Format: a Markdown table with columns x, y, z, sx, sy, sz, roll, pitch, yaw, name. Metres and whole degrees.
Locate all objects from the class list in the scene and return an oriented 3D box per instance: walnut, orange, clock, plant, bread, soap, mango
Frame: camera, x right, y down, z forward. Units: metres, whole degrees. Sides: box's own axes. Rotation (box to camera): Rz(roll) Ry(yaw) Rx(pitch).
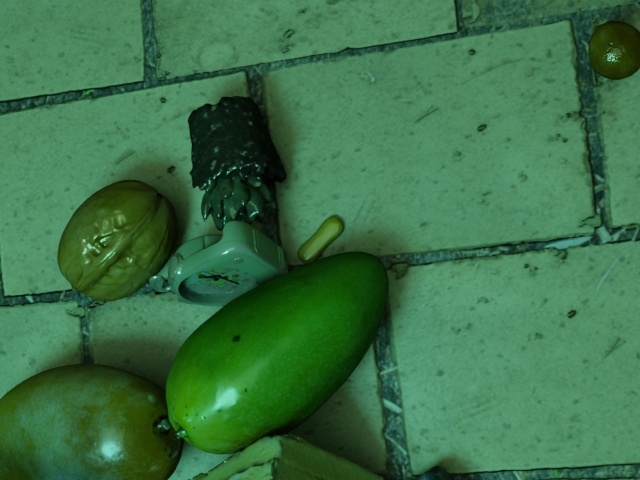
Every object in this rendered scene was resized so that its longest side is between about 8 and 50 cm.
| x | y | z | sx | sy | sz | roll | pitch | yaw | name |
| --- | --- | --- | --- | --- | --- | --- | --- | --- | --- |
| -0.314 | 0.002 | 1.225 | 0.159 | 0.159 | 0.206 | 45 | 93 | 10 | walnut |
| 0.415 | -0.268 | 1.104 | 0.085 | 0.085 | 0.085 | 0 | 88 | 13 | orange |
| -0.157 | 0.046 | 1.193 | 0.191 | 0.151 | 0.062 | -21 | 58 | 21 | clock |
| -0.126 | -0.112 | 1.196 | 0.129 | 0.132 | 0.194 | -14 | 82 | 16 | plant |
| -0.068 | 0.384 | 1.098 | 0.239 | 0.246 | 0.111 | -35 | 39 | 23 | bread |
| 0.000 | 0.000 | 1.223 | 0.034 | 0.012 | 0.089 | 45 | 98 | 10 | soap |
| -0.371 | 0.302 | 1.203 | 0.384 | 0.199 | 0.221 | -15 | 107 | 27 | mango |
| -0.054 | 0.152 | 1.133 | 0.382 | 0.225 | 0.201 | -40 | 84 | -11 | mango |

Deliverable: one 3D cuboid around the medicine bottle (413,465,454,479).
| x | y | z | sx | sy | sz | roll | pitch | yaw | name |
| --- | --- | --- | --- | --- | --- | --- | --- | --- | --- |
| 0.113 | 0.417 | 1.150 | 0.203 | 0.083 | 0.083 | -37 | 81 | 8 | medicine bottle |
